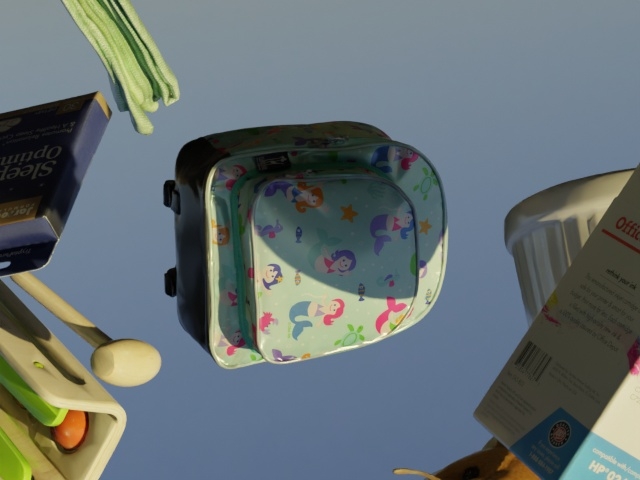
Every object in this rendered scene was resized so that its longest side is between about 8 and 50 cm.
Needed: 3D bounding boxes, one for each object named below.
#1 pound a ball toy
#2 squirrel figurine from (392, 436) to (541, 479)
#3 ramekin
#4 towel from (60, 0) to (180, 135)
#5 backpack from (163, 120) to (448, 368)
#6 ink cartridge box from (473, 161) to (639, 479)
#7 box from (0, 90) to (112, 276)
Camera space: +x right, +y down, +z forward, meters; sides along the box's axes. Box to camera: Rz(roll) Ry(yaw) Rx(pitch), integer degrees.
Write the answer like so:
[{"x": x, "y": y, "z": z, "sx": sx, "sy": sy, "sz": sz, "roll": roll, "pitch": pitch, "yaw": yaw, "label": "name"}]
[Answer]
[{"x": -0.285, "y": 0.120, "z": 1.957, "sx": 0.135, "sy": 0.208, "sz": 0.319, "roll": 13, "pitch": -160, "yaw": -49, "label": "pound a ball toy"}, {"x": 0.107, "y": 0.335, "z": 2.011, "sx": 0.370, "sy": 0.281, "sz": 0.397, "roll": -35, "pitch": 153, "yaw": 20, "label": "squirrel figurine"}, {"x": 0.281, "y": 0.034, "z": 1.532, "sx": 0.273, "sy": 0.127, "sz": 0.273, "roll": -2, "pitch": 165, "yaw": -1, "label": "ramekin"}, {"x": -0.182, "y": -0.222, "z": 0.936, "sx": 0.038, "sy": 0.248, "sz": 0.325, "roll": -32, "pitch": -120, "yaw": -3, "label": "towel"}, {"x": 0.000, "y": 0.000, "z": 1.855, "sx": 0.253, "sy": 0.225, "sz": 0.191, "roll": -9, "pitch": -162, "yaw": -27, "label": "backpack"}, {"x": 0.168, "y": 0.047, "z": 1.011, "sx": 0.061, "sy": 0.181, "sz": 0.104, "roll": 31, "pitch": -176, "yaw": -26, "label": "ink cartridge box"}, {"x": -0.288, "y": -0.049, "z": 1.829, "sx": 0.136, "sy": 0.036, "sz": 0.225, "roll": -10, "pitch": -140, "yaw": 22, "label": "box"}]
